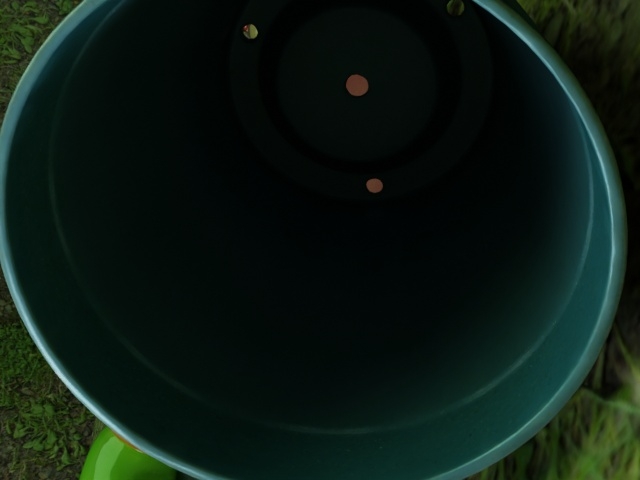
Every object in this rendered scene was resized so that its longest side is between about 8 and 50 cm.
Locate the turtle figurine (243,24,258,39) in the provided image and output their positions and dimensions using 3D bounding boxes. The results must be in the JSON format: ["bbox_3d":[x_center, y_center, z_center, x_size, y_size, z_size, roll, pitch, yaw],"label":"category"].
[{"bbox_3d":[-0.077,-0.275,1.366,0.269,0.087,0.217,-38,47,54],"label":"turtle figurine"}]

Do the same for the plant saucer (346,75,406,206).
[{"bbox_3d":[0.000,-0.047,0.821,0.259,0.048,0.258,-22,55,50],"label":"plant saucer"}]

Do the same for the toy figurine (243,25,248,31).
[{"bbox_3d":[-0.192,-0.392,1.644,0.362,0.217,0.191,-120,45,-70],"label":"toy figurine"}]

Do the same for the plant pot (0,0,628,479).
[{"bbox_3d":[0.007,-0.047,0.546,0.255,0.272,0.271,-73,4,-63],"label":"plant pot"}]

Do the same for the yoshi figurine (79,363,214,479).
[{"bbox_3d":[-0.119,0.233,0.659,0.203,0.204,0.362,-32,-47,-86],"label":"yoshi figurine"}]
